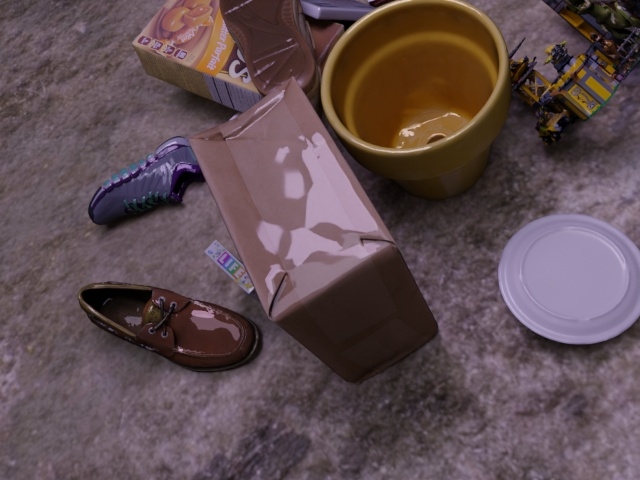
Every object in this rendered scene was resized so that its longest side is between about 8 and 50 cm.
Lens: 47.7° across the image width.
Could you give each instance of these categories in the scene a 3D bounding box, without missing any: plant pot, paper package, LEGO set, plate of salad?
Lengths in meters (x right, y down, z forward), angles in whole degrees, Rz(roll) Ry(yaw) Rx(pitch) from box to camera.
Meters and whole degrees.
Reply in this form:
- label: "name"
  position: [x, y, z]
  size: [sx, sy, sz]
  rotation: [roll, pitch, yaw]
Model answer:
- label: "plant pot"
  position: [0.154, -0.182, 1.059]
  size: [0.254, 0.239, 0.254]
  rotation: [-7, 67, 16]
- label: "paper package"
  position: [0.000, 0.000, 0.990]
  size: [0.168, 0.325, 0.309]
  rotation: [-31, 61, 4]
- label: "LEGO set"
  position: [0.371, -0.323, 1.033]
  size: [0.192, 0.255, 0.331]
  rotation: [41, 97, 1]
- label: "plate of salad"
  position: [0.348, 0.053, 1.005]
  size: [0.199, 0.048, 0.200]
  rotation: [-4, 61, 8]

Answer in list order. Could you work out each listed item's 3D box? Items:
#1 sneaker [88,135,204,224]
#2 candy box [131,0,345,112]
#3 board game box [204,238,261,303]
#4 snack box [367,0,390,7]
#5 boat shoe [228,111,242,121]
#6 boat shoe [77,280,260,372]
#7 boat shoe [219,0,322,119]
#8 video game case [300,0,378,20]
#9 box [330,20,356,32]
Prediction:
- label: "sneaker"
  position: [-0.301, -0.085, 1.267]
  size: [0.223, 0.083, 0.098]
  rotation: [-38, 67, 0]
- label: "candy box"
  position: [-0.135, -0.323, 1.231]
  size: [0.316, 0.087, 0.183]
  rotation: [24, 68, 19]
- label: "board game box"
  position: [-0.103, 0.064, 1.093]
  size: [0.103, 0.154, 0.026]
  rotation: [40, 84, 27]
- label: "snack box"
  position: [0.165, -0.477, 1.301]
  size: [0.178, 0.022, 0.064]
  rotation: [-17, 65, 11]
- label: "boat shoe"
  position: [-0.110, -0.212, 1.267]
  size: [0.063, 0.066, 0.184]
  rotation: [42, 72, 0]
- label: "boat shoe"
  position: [-0.248, 0.133, 1.142]
  size: [0.307, 0.104, 0.111]
  rotation: [7, 71, 21]
- label: "boat shoe"
  position: [-0.072, -0.304, 1.103]
  size: [0.121, 0.110, 0.341]
  rotation: [-18, 55, 7]
- label: "video game case"
  position: [-0.006, -0.413, 1.251]
  size: [0.173, 0.190, 0.022]
  rotation: [31, 120, 30]
- label: "box"
  position: [0.032, -0.355, 1.273]
  size: [0.083, 0.062, 0.052]
  rotation: [23, 77, 25]
